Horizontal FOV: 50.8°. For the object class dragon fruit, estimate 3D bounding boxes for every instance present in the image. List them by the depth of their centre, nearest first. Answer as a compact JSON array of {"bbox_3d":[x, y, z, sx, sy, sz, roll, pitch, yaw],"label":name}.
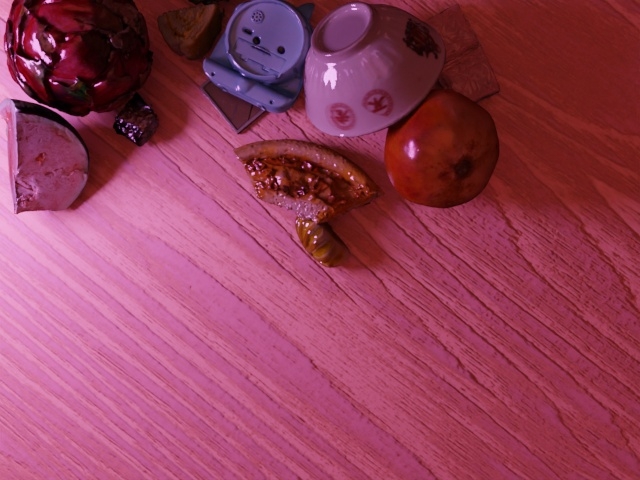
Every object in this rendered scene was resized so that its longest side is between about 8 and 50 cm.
[{"bbox_3d":[-0.541,-0.432,1.501,0.329,0.329,0.329,0,90,5],"label":"dragon fruit"}]

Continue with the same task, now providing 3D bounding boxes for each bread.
[{"bbox_3d":[0.000,0.000,1.556,0.083,0.094,0.157,-41,94,0],"label":"bread"},{"bbox_3d":[-0.294,-0.484,1.577,0.156,0.103,0.110,-10,84,12],"label":"bread"}]

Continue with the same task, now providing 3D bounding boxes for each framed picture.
[{"bbox_3d":[-0.168,-0.374,1.609,0.203,0.015,0.150,-40,87,3],"label":"framed picture"}]

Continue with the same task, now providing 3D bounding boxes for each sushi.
[{"bbox_3d":[-0.432,-0.280,1.596,0.084,0.094,0.098,35,77,1],"label":"sushi"}]

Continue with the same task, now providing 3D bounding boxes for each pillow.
[{"bbox_3d":[0.315,-0.421,1.553,0.126,0.043,0.232,-25,85,0],"label":"pillow"}]

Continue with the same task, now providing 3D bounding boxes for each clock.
[{"bbox_3d":[-0.125,-0.450,1.551,0.224,0.094,0.274,24,93,2],"label":"clock"}]

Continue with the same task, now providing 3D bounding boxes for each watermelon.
[{"bbox_3d":[-0.647,-0.209,1.536,0.224,0.180,0.305,21,134,0],"label":"watermelon"}]

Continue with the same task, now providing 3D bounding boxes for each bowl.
[{"bbox_3d":[0.079,-0.397,1.431,0.337,0.157,0.337,-17,52,23],"label":"bowl"}]

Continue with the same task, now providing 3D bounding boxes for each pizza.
[{"bbox_3d":[-0.037,-0.141,1.550,0.365,0.074,0.182,22,69,9],"label":"pizza"}]

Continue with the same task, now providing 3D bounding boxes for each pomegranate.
[{"bbox_3d":[0.254,-0.208,1.469,0.229,0.270,0.252,1,123,-20],"label":"pomegranate"}]

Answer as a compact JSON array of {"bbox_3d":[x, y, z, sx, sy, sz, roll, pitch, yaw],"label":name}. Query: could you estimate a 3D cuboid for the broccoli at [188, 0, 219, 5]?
[{"bbox_3d":[-0.229,-0.678,1.482,0.348,0.281,0.293,19,90,3],"label":"broccoli"}]
